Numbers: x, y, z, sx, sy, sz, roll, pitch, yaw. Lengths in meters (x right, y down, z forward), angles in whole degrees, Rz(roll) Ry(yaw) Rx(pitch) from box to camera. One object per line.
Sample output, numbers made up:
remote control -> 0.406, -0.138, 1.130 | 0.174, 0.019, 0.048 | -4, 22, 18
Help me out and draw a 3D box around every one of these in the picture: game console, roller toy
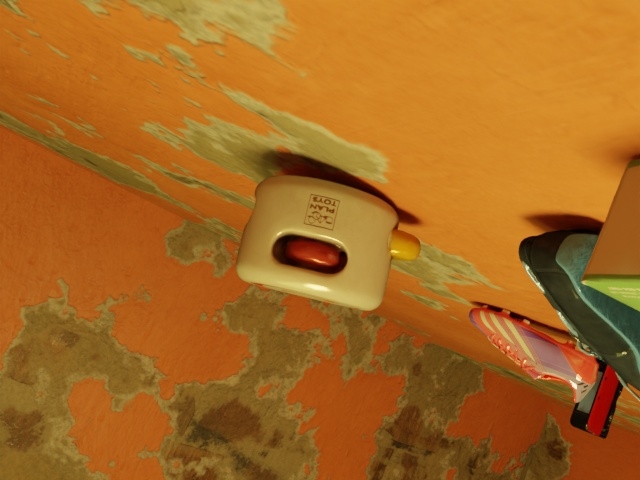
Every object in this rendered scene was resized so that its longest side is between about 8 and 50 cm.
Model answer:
game console -> 0.484, 0.266, 0.969 | 0.085, 0.144, 0.124 | 27, 171, -12
roller toy -> 0.000, 0.000, 0.691 | 0.191, 0.146, 0.209 | 20, 170, -41

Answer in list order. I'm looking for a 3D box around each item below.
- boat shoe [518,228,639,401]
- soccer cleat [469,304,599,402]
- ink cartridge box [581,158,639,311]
boat shoe -> 0.291, 0.065, 0.533 | 0.258, 0.109, 0.089 | 47, 169, -25
soccer cleat -> 0.373, 0.197, 0.989 | 0.248, 0.095, 0.083 | 24, 173, 36
ink cartridge box -> 0.284, 0.028, 0.283 | 0.212, 0.093, 0.154 | 27, 172, -9
